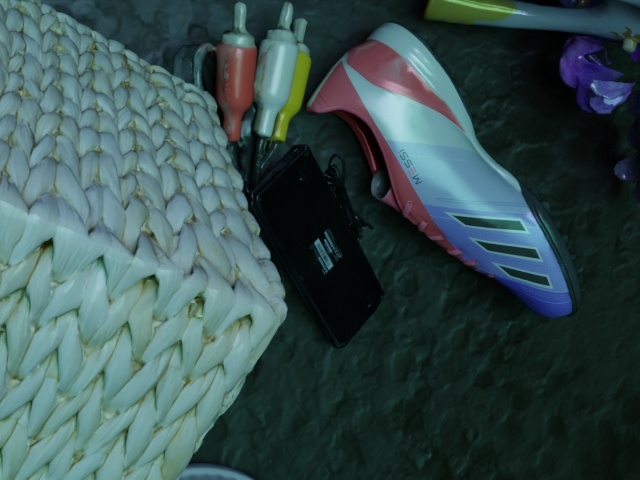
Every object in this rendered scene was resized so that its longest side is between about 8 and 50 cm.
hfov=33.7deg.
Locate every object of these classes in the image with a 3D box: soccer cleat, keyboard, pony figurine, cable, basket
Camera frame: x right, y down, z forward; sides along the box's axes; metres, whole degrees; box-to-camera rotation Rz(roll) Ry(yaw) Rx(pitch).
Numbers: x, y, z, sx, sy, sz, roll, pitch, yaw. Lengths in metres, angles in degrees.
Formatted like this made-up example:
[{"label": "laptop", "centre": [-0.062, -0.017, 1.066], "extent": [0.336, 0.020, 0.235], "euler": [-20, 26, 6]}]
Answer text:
[{"label": "soccer cleat", "centre": [0.115, -0.039, 0.950], "extent": [0.116, 0.108, 0.318], "euler": [-40, 104, -10]}, {"label": "keyboard", "centre": [0.000, 0.000, 0.936], "extent": [0.100, 0.038, 0.192], "euler": [-45, 130, -23]}, {"label": "pony figurine", "centre": [0.280, -0.199, 0.895], "extent": [0.363, 0.351, 0.303], "euler": [15, 88, -2]}, {"label": "cable", "centre": [-0.060, -0.056, 0.884], "extent": [0.139, 0.072, 0.287], "euler": [-4, 94, -57]}, {"label": "basket", "centre": [-0.226, 0.030, 0.662], "extent": [0.266, 0.328, 0.331], "euler": [22, 113, -25]}]

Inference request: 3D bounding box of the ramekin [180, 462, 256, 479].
[{"label": "ramekin", "centre": [-0.104, 0.306, 0.909], "extent": [0.207, 0.109, 0.207], "euler": [-3, 97, -20]}]
